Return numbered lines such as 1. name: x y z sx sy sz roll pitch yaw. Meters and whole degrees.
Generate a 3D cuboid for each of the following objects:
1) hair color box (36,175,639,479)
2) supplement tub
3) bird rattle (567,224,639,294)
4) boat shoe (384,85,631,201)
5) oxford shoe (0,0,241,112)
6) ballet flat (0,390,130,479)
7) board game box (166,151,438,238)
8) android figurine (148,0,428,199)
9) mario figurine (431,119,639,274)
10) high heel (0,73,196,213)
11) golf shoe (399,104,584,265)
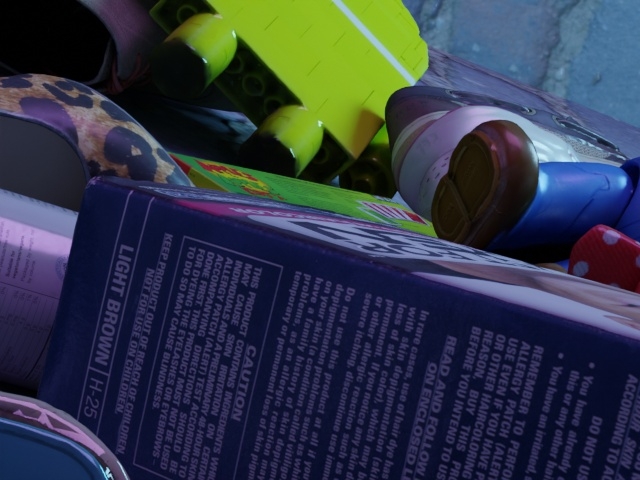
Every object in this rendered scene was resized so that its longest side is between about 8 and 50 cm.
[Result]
1. hair color box: 0.088 0.070 0.617 0.347 0.105 0.174 17 6 41
2. supplement tub: -0.112 0.019 0.728 0.107 0.071 0.071 18 12 -19
3. bird rattle: 0.244 0.045 0.980 0.253 0.207 0.143 30 -7 -5
4. boat shoe: 0.165 -0.040 1.353 0.285 0.103 0.092 17 36 -29
5. oxford shoe: -0.144 -0.136 1.360 0.348 0.123 0.130 16 41 -38
6. ballet flat: -0.167 0.050 0.505 0.248 0.086 0.086 22 11 -4
7. board game box: 0.000 0.000 1.082 0.181 0.043 0.092 10 16 -45
8. android figurine: -0.018 -0.139 1.354 0.248 0.056 0.273 45 34 -8
9. mario figurine: 0.232 -0.025 1.099 0.320 0.198 0.170 -9 17 -32
10. high heel: -0.162 -0.013 0.793 0.261 0.093 0.186 24 23 -3
11. golf shoe: 0.194 0.022 1.240 0.306 0.115 0.140 17 30 -17
